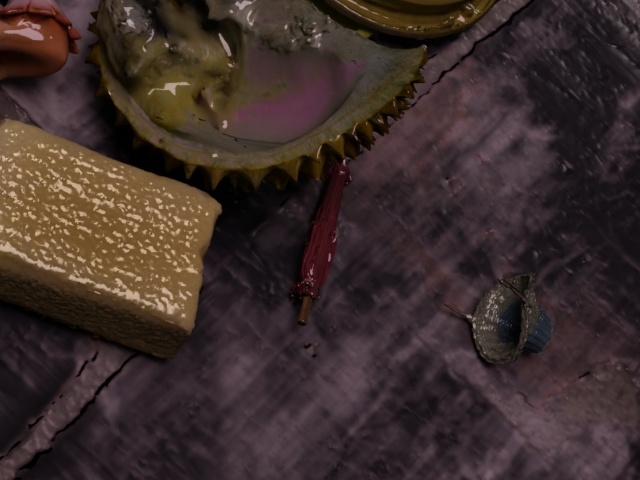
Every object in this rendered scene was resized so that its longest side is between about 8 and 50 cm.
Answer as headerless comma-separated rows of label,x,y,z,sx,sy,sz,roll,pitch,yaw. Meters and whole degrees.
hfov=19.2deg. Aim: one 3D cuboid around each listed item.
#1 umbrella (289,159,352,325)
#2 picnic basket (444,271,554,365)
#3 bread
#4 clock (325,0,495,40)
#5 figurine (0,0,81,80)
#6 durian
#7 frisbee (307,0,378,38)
umbrella,0.000,0.000,1.500,0.027,0.025,0.165,13,54,3
picnic basket,0.147,0.060,1.518,0.083,0.065,0.083,31,57,-33
bread,-0.175,-0.003,1.392,0.188,0.068,0.125,20,57,-13
clock,0.069,-0.287,1.646,0.237,0.057,0.237,12,59,-20
figurine,-0.227,-0.210,1.470,0.102,0.111,0.195,0,66,-6
durian,-0.073,-0.140,1.454,0.172,0.166,0.306,-25,55,-40
frisbee,-0.033,-0.262,1.630,0.236,0.017,0.236,11,60,-20
